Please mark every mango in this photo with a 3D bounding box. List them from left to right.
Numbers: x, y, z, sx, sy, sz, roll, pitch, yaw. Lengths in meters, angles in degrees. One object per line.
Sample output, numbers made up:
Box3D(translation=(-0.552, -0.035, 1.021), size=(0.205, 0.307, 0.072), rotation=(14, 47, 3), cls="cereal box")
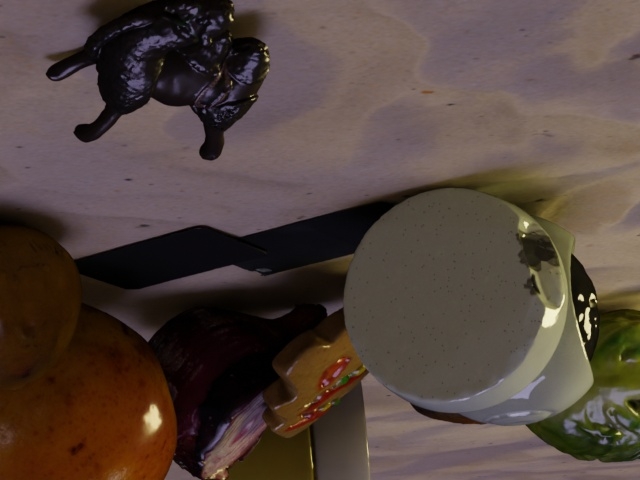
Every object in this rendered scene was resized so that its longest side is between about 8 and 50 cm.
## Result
Box3D(translation=(-0.287, 0.044, 1.576), size=(0.156, 0.151, 0.248), rotation=(-42, 149, 8), cls="mango")

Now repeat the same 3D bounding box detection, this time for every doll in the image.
Box3D(translation=(-0.091, -0.110, 1.237), size=(0.139, 0.057, 0.165), rotation=(7, 155, -31), cls="doll")

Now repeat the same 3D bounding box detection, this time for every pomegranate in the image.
Box3D(translation=(-0.266, 0.172, 1.789), size=(0.264, 0.264, 0.264), rotation=(-6, 164, -2), cls="pomegranate")

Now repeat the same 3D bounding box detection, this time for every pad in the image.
Box3D(translation=(-0.139, 0.017, 1.748), size=(0.157, 0.003, 0.112), rotation=(-15, 160, 28), cls="pad")
Box3D(translation=(0.000, 0.000, 1.742), size=(0.193, 0.004, 0.116), rotation=(-14, 161, 28), cls="pad")

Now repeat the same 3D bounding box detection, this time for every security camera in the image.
Box3D(translation=(0.146, 0.066, 1.697), size=(0.194, 0.195, 0.236), rotation=(-13, 162, 22), cls="security camera")

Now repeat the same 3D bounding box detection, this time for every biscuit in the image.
Box3D(translation=(0.015, 0.122, 1.887), size=(0.212, 0.041, 0.239), rotation=(-29, 158, -42), cls="biscuit")

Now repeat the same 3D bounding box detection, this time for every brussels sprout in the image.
Box3D(translation=(0.314, 0.154, 2.132), size=(0.223, 0.161, 0.223), rotation=(-8, 148, -5), cls="brussels sprout")

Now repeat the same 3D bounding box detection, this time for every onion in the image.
Box3D(translation=(-0.086, 0.125, 1.945), size=(0.218, 0.140, 0.195), rotation=(-44, 158, -15), cls="onion")

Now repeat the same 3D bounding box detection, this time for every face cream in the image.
Box3D(translation=(-0.042, 0.238, 2.174), size=(0.179, 0.218, 0.218), rotation=(-5, 164, -2), cls="face cream")

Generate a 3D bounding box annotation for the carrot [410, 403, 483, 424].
Box3D(translation=(0.176, 0.123, 2.036), size=(0.138, 0.139, 0.302), rotation=(-3, 171, -11), cls="carrot")
